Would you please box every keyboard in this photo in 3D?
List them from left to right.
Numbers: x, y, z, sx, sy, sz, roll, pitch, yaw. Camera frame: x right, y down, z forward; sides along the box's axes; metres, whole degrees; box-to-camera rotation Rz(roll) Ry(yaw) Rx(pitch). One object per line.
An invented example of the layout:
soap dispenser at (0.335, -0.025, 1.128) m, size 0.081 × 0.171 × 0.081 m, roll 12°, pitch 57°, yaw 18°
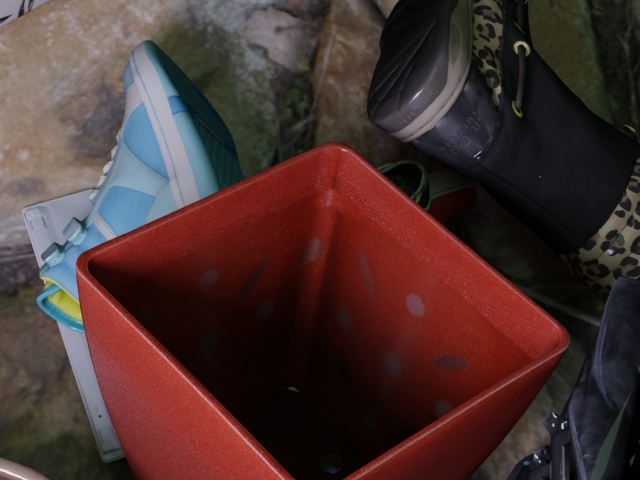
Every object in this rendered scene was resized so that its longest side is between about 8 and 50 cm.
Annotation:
keyboard at (-0.199, 0.072, 1.486) m, size 0.072 × 0.014 × 0.256 m, roll -15°, pitch 69°, yaw -18°

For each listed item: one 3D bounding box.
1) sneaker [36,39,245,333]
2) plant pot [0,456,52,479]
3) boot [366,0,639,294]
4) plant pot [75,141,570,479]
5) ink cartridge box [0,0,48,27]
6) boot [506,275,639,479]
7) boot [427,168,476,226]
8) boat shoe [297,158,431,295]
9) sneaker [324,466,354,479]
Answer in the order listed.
sneaker at (-0.176, -0.037, 1.470) m, size 0.208 × 0.127 × 0.319 m, roll -36°, pitch 38°, yaw 11°
plant pot at (-0.278, 0.312, 1.251) m, size 0.263 × 0.229 × 0.263 m, roll 2°, pitch 67°, yaw -5°
boot at (0.198, -0.133, 1.541) m, size 0.284 × 0.138 × 0.377 m, roll 40°, pitch 29°, yaw -13°
plant pot at (-0.015, 0.127, 1.269) m, size 0.267 × 0.235 × 0.267 m, roll -26°, pitch 55°, yaw -35°
ink cartridge box at (-0.296, -0.283, 1.553) m, size 0.203 × 0.148 × 0.086 m, roll -32°, pitch 73°, yaw -18°
boot at (0.214, 0.272, 1.208) m, size 0.146 × 0.445 × 0.367 m, roll 1°, pitch 66°, yaw -6°
boot at (0.069, 0.056, 1.486) m, size 0.244 × 0.088 × 0.176 m, roll -33°, pitch 74°, yaw -10°
boat shoe at (0.000, 0.000, 1.425) m, size 0.219 × 0.070 × 0.078 m, roll -37°, pitch 76°, yaw -8°
sneaker at (-0.005, 0.247, 1.396) m, size 0.296 × 0.112 × 0.131 m, roll 15°, pitch 48°, yaw -2°
